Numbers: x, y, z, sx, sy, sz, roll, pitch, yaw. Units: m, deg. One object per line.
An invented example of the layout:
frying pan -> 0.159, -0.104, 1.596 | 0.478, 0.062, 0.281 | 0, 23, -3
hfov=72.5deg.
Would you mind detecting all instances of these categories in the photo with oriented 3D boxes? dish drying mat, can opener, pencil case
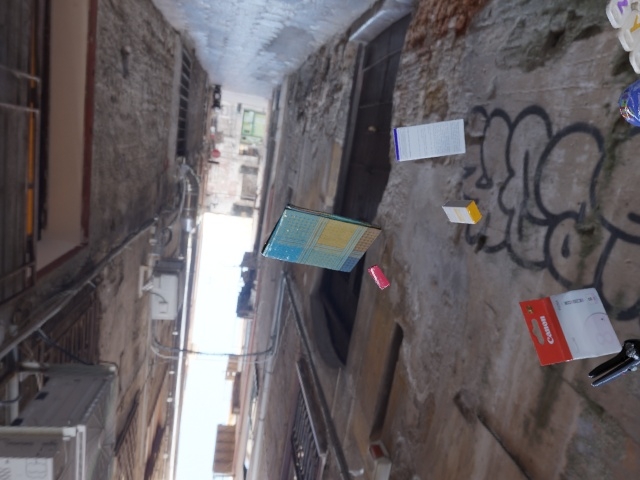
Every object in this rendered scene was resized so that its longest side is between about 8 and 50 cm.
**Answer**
dish drying mat -> 0.173, 0.107, 1.290 | 0.032, 0.083, 0.008 | -29, -155, 15
can opener -> 0.711, 0.295, 1.032 | 0.073, 0.186, 0.059 | 25, -143, -6
pencil case -> 0.811, -0.338, 1.008 | 0.120, 0.133, 0.306 | -9, -172, 16

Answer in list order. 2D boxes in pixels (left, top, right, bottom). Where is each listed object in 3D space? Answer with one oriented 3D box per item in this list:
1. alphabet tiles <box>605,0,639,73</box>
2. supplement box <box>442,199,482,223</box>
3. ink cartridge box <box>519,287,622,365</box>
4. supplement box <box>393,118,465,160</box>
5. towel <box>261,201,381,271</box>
alphabet tiles -> 0.650, -0.482, 0.856 | 0.284, 0.277, 0.021 | 40, 168, -25
supplement box -> 0.418, -0.086, 1.289 | 0.036, 0.062, 0.098 | -44, -156, -18
ink cartridge box -> 0.705, 0.240, 1.232 | 0.233, 0.188, 0.066 | -4, 157, -18
supplement box -> 0.361, -0.333, 1.452 | 0.220, 0.113, 0.111 | -6, -169, 15
towel -> 0.000, 0.000, 1.572 | 0.371, 0.271, 0.040 | 11, -134, -23
